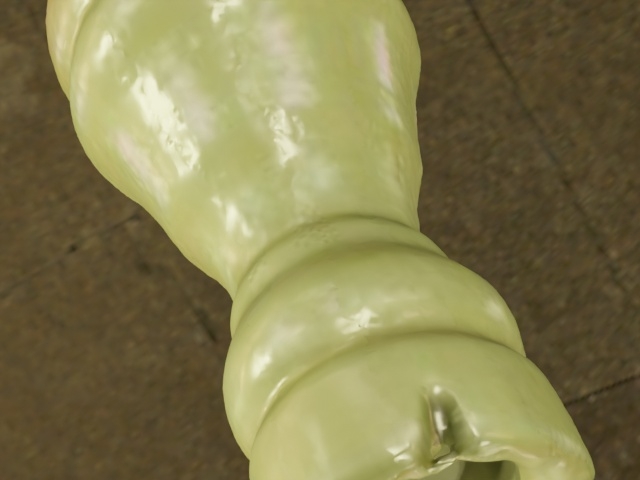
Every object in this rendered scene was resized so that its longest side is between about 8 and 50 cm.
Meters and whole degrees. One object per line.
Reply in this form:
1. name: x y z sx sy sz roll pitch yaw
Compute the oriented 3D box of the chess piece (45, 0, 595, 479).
1. chess piece: 0.000 0.000 1.122 0.234 0.234 0.442 -53 43 31
